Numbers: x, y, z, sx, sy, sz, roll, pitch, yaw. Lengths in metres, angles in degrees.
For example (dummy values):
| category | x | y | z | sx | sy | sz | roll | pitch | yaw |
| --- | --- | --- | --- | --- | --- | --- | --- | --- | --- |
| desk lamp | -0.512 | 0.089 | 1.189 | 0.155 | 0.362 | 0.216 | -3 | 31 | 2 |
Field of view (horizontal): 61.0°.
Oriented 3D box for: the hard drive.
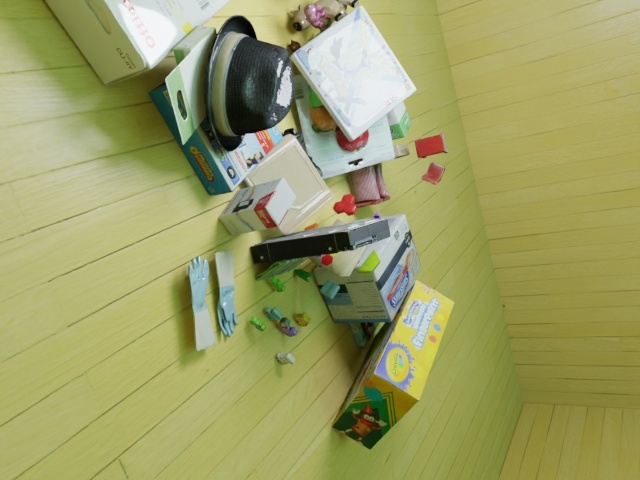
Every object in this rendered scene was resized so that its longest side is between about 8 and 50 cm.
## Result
| category | x | y | z | sx | sy | sz | roll | pitch | yaw |
| --- | --- | --- | --- | --- | --- | --- | --- | --- | --- |
| hard drive | 0.000 | 0.000 | 1.561 | 0.237 | 0.339 | 0.064 | -18 | 98 | -55 |

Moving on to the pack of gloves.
| category | x | y | z | sx | sy | sz | roll | pitch | yaw |
| --- | --- | --- | --- | --- | --- | --- | --- | --- | --- |
| pack of gloves | -0.285 | 0.148 | 1.393 | 0.195 | 0.046 | 0.232 | -7 | 93 | -68 |

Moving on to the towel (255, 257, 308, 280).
| category | x | y | z | sx | sy | sz | roll | pitch | yaw |
| --- | --- | --- | --- | --- | --- | --- | --- | --- | --- |
| towel | -0.110 | 0.073 | 1.594 | 0.152 | 0.113 | 0.023 | -13 | 72 | -55 |

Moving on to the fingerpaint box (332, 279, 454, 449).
| category | x | y | z | sx | sy | sz | roll | pitch | yaw |
| --- | --- | --- | --- | --- | --- | --- | --- | --- | --- |
| fingerpaint box | 0.250 | 0.414 | 1.825 | 0.163 | 0.371 | 0.445 | 31 | 43 | 5 |

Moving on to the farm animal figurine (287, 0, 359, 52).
| category | x | y | z | sx | sy | sz | roll | pitch | yaw |
| --- | --- | --- | --- | --- | --- | --- | --- | --- | --- |
| farm animal figurine | -0.006 | -0.770 | 1.819 | 0.327 | 0.172 | 0.330 | -41 | 156 | -44 |

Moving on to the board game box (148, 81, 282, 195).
| category | x | y | z | sx | sy | sz | roll | pitch | yaw |
| --- | --- | --- | --- | --- | --- | --- | --- | --- | --- |
| board game box | -0.264 | -0.330 | 1.459 | 0.308 | 0.086 | 0.302 | 63 | 38 | -26 |

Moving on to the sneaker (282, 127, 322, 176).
| category | x | y | z | sx | sy | sz | roll | pitch | yaw |
| --- | --- | --- | --- | --- | --- | --- | --- | --- | --- |
| sneaker | -0.064 | -0.281 | 1.747 | 0.227 | 0.087 | 0.130 | 24 | 70 | -46 |

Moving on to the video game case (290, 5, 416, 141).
| category | x | y | z | sx | sy | sz | roll | pitch | yaw |
| --- | --- | --- | --- | --- | --- | --- | --- | --- | --- |
| video game case | 0.114 | -0.538 | 1.753 | 0.300 | 0.036 | 0.329 | -40 | 102 | -15 |

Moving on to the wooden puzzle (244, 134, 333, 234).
| category | x | y | z | sx | sy | sz | roll | pitch | yaw |
| --- | --- | --- | --- | --- | --- | --- | --- | --- | --- |
| wooden puzzle | -0.101 | -0.167 | 1.617 | 0.221 | 0.044 | 0.238 | -42 | 101 | -28 |

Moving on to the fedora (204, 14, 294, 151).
| category | x | y | z | sx | sy | sz | roll | pitch | yaw |
| --- | --- | --- | --- | --- | --- | --- | --- | --- | --- |
| fedora | -0.156 | -0.377 | 1.327 | 0.334 | 0.153 | 0.334 | 7 | 90 | -78 |

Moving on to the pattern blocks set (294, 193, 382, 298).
| category | x | y | z | sx | sy | sz | roll | pitch | yaw |
| --- | --- | --- | --- | --- | --- | --- | --- | --- | --- |
| pattern blocks set | 0.066 | 0.020 | 1.725 | 0.325 | 0.285 | 0.026 | -45 | 147 | -11 |

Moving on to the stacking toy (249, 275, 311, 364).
| category | x | y | z | sx | sy | sz | roll | pitch | yaw |
| --- | --- | --- | --- | --- | --- | --- | --- | --- | --- |
| stacking toy | -0.120 | 0.239 | 1.602 | 0.221 | 0.052 | 0.167 | 55 | 41 | -32 |

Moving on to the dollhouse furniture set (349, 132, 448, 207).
| category | x | y | z | sx | sy | sz | roll | pitch | yaw |
| --- | --- | --- | --- | --- | --- | --- | --- | --- | --- |
| dollhouse furniture set | 0.283 | -0.255 | 2.007 | 0.152 | 0.374 | 0.201 | -23 | 101 | -60 |

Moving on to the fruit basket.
| category | x | y | z | sx | sy | sz | roll | pitch | yaw |
| --- | --- | --- | --- | --- | --- | --- | --- | --- | --- |
| fruit basket | 0.080 | -0.415 | 1.867 | 0.327 | 0.165 | 0.353 | -19 | 111 | -18 |

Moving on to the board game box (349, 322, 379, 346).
| category | x | y | z | sx | sy | sz | roll | pitch | yaw |
| --- | --- | --- | --- | --- | --- | --- | --- | --- | --- |
| board game box | 0.169 | 0.268 | 2.031 | 0.211 | 0.039 | 0.160 | -48 | 122 | -50 |

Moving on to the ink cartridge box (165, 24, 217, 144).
| category | x | y | z | sx | sy | sz | roll | pitch | yaw |
| --- | --- | --- | --- | --- | --- | --- | --- | --- | --- |
| ink cartridge box | -0.294 | -0.355 | 1.232 | 0.171 | 0.056 | 0.235 | 86 | 23 | -46 |

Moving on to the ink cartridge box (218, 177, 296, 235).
| category | x | y | z | sx | sy | sz | roll | pitch | yaw |
| --- | --- | --- | --- | --- | --- | --- | --- | --- | --- |
| ink cartridge box | -0.172 | -0.089 | 1.471 | 0.072 | 0.175 | 0.127 | 56 | 42 | -30 |

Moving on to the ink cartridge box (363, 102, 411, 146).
| category | x | y | z | sx | sy | sz | roll | pitch | yaw |
| --- | --- | --- | --- | --- | --- | --- | --- | --- | --- |
| ink cartridge box | 0.192 | -0.519 | 2.061 | 0.289 | 0.211 | 0.121 | 60 | 40 | -30 |

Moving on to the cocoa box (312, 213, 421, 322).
| category | x | y | z | sx | sy | sz | roll | pitch | yaw |
| --- | --- | --- | --- | --- | --- | --- | --- | --- | --- |
| cocoa box | 0.173 | 0.098 | 1.895 | 0.347 | 0.231 | 0.228 | -50 | 125 | -48 |

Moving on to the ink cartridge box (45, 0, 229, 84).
| category | x | y | z | sx | sy | sz | roll | pitch | yaw |
| --- | --- | --- | --- | --- | --- | --- | --- | --- | --- |
| ink cartridge box | -0.411 | -0.574 | 1.219 | 0.279 | 0.160 | 0.384 | 60 | 39 | -32 |
